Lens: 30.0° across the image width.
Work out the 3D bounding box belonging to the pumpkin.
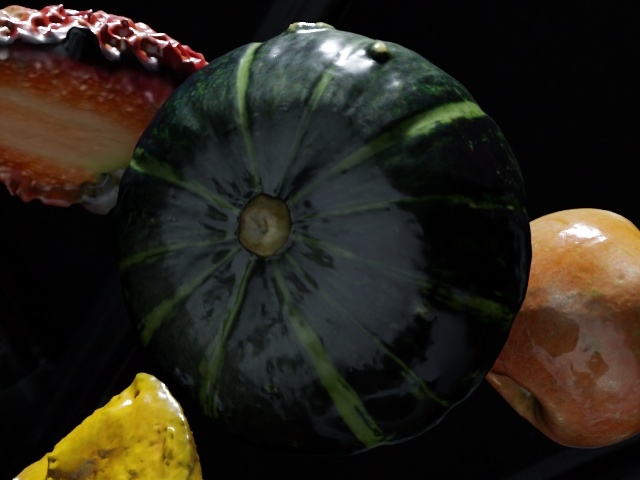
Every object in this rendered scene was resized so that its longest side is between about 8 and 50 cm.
[{"bbox_3d":[0.000,0.000,0.908,0.323,0.241,0.323,-1,-94,12],"label":"pumpkin"}]

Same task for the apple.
[{"bbox_3d":[0.281,0.087,1.256,0.253,0.253,0.253,5,-73,17],"label":"apple"}]

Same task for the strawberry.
[{"bbox_3d":[-0.234,-0.144,0.998,0.233,0.306,0.138,-21,-121,29],"label":"strawberry"}]

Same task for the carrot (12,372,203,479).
[{"bbox_3d":[-0.225,0.348,1.301,0.241,0.241,0.341,-8,-75,20],"label":"carrot"}]
